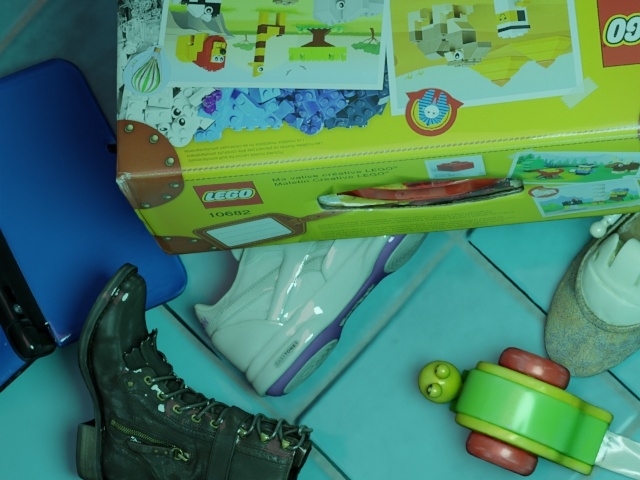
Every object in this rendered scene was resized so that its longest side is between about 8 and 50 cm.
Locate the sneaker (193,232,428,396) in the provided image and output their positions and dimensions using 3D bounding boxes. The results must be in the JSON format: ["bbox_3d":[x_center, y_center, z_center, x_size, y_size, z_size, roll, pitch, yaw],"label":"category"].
[{"bbox_3d":[0.000,0.000,1.876,0.152,0.114,0.305,41,92,15],"label":"sneaker"}]

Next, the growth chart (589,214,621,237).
[{"bbox_3d":[0.231,-0.101,1.855,0.172,0.021,0.237,-49,54,-2],"label":"growth chart"}]

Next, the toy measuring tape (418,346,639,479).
[{"bbox_3d":[0.240,0.180,1.789,0.330,0.121,0.121,21,86,16],"label":"toy measuring tape"}]

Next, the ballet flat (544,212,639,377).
[{"bbox_3d":[0.317,-0.006,1.805,0.107,0.106,0.316,41,92,16],"label":"ballet flat"}]

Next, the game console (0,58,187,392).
[{"bbox_3d":[-0.321,0.000,2.000,0.250,0.173,0.293,-40,71,37],"label":"game console"}]

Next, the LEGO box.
[{"bbox_3d":[0.080,-0.209,1.754,0.500,0.193,0.372,-6,69,8],"label":"LEGO box"}]

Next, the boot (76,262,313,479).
[{"bbox_3d":[-0.113,0.161,1.863,0.229,0.091,0.263,15,118,17],"label":"boot"}]
